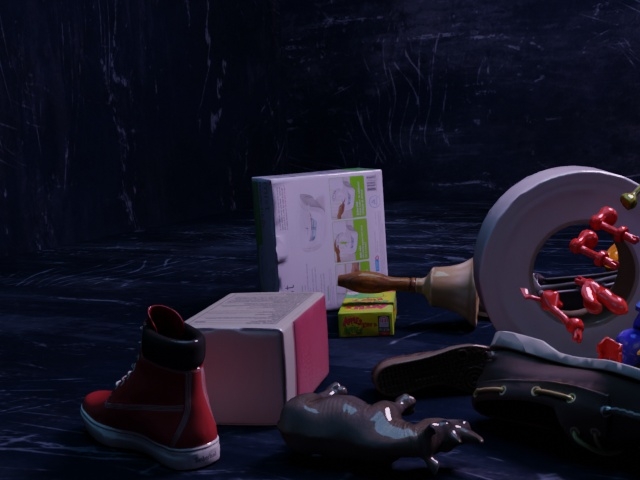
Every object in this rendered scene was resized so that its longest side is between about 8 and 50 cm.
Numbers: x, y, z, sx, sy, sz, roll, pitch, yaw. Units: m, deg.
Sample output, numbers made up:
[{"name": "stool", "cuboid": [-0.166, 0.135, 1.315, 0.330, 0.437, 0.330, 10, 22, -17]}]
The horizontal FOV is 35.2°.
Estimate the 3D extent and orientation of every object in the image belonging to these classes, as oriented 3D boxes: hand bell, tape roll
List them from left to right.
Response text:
[{"name": "hand bell", "cuboid": [0.149, 0.077, 1.726, 0.241, 0.126, 0.126, 3, 9, 12]}, {"name": "tape roll", "cuboid": [0.360, 0.040, 1.413, 0.286, 0.286, 0.100, -3, 7, 2]}]

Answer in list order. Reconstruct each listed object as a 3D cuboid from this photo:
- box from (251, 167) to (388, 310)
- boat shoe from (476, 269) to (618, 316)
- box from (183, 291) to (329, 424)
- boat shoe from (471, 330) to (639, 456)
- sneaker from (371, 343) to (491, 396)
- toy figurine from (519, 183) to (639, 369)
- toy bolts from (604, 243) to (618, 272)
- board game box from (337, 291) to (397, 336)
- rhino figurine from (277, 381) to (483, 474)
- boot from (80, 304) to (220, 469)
[{"name": "box", "cuboid": [0.000, 0.000, 1.936, 0.231, 0.262, 0.126, -7, 8, -20]}, {"name": "boat shoe", "cuboid": [0.425, 0.083, 1.746, 0.335, 0.096, 0.112, -1, 8, 19]}, {"name": "box", "cuboid": [-0.086, 0.152, 1.357, 0.148, 0.127, 0.232, -1, 8, 14]}, {"name": "boat shoe", "cuboid": [0.293, 0.181, 1.096, 0.116, 0.097, 0.324, 37, -14, -33]}, {"name": "sneaker", "cuboid": [0.161, 0.168, 1.356, 0.188, 0.066, 0.071, -3, 7, -4]}, {"name": "toy figurine", "cuboid": [0.428, 0.081, 1.287, 0.191, 0.217, 0.362, 28, 55, 37]}, {"name": "toy bolts", "cuboid": [0.698, 0.023, 2.120, 0.218, 0.158, 0.228, -43, 19, 4]}, {"name": "board game box", "cuboid": [0.085, 0.127, 1.772, 0.092, 0.043, 0.181, -2, 8, 6]}, {"name": "rhino figurine", "cuboid": [0.063, 0.207, 1.098, 0.243, 0.073, 0.106, 3, 6, 30]}, {"name": "boot", "cuboid": [-0.210, 0.158, 1.197, 0.088, 0.176, 0.244, -13, 11, -42]}]
